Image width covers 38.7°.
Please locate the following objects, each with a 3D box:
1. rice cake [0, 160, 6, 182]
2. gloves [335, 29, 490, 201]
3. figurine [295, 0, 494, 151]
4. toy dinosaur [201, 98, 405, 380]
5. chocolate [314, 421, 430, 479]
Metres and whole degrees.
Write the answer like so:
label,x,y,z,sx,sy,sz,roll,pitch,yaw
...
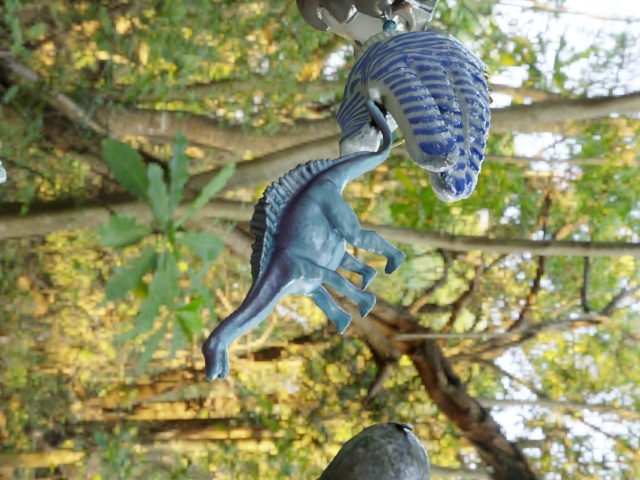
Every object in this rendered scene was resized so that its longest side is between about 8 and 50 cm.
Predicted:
label,x,y,z,sx,sy,sz,roll,pitch,yaw
rice cake,-0.546,-0.067,1.216,0.045,0.245,0.042,14,-63,60
gloves,0.062,-0.097,0.649,0.229,0.119,0.097,-106,180,-59
figurine,0.055,-0.223,0.904,0.275,0.158,0.161,62,5,-20
toy dinosaur,0.000,0.000,0.486,0.197,0.080,0.045,-58,-173,-31
chocolate,0.017,0.293,0.959,0.110,0.248,0.110,51,-2,2
